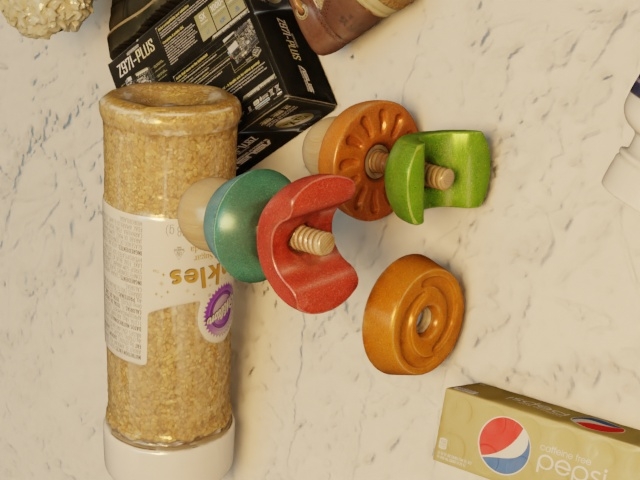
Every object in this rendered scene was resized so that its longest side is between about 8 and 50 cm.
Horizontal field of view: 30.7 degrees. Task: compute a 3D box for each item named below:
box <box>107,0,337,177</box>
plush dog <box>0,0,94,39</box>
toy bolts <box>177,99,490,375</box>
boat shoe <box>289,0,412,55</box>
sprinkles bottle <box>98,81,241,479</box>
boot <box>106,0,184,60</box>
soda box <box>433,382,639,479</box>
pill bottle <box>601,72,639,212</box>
[{"bbox_3d":[-0.095,-0.145,1.087,0.180,0.077,0.147,-33,70,31],"label":"box"},{"bbox_3d":[-0.252,-0.361,1.121,0.225,0.210,0.262,-28,45,10],"label":"plush dog"},{"bbox_3d":[0.000,0.000,0.936,0.158,0.228,0.218,16,110,44],"label":"toy bolts"},{"bbox_3d":[-0.043,-0.317,1.034,0.123,0.123,0.342,-37,74,28],"label":"boat shoe"},{"bbox_3d":[-0.134,0.045,1.028,0.121,0.121,0.355,18,115,35],"label":"sprinkles bottle"},{"bbox_3d":[-0.148,-0.274,1.137,0.198,0.077,0.137,-22,71,33],"label":"boot"},{"bbox_3d":[0.181,0.162,0.888,0.181,0.058,0.061,14,96,36],"label":"soda box"},{"bbox_3d":[0.275,-0.100,0.794,0.112,0.112,0.186,38,110,31],"label":"pill bottle"}]
